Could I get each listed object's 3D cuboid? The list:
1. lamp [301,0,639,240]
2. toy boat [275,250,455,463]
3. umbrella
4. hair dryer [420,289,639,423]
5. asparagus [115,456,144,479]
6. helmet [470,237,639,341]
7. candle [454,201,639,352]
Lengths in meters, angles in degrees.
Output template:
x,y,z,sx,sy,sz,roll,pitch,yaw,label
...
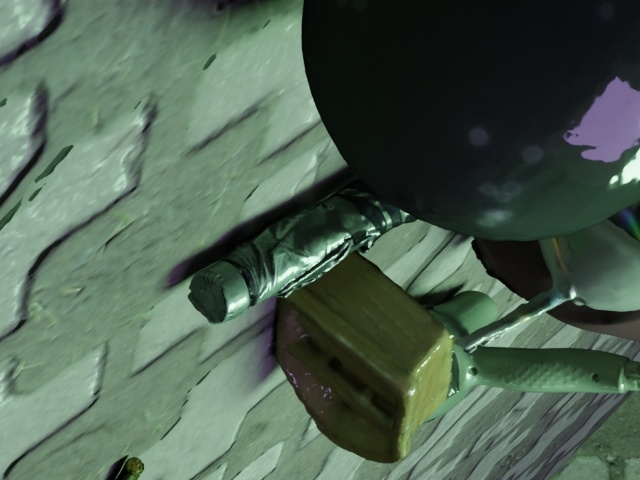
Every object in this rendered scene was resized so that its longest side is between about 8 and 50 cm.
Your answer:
x,y,z,sx,sy,sz,roll,pitch,yaw,label
0.113,-0.140,0.801,0.314,0.182,0.182,-58,172,-27,lamp
0.030,0.085,1.231,0.061,0.116,0.188,-46,165,-20,toy boat
0.000,0.000,1.057,0.188,0.046,0.050,-32,165,-39,umbrella
0.164,0.086,1.456,0.229,0.267,0.092,-77,165,-76,hair dryer
-0.144,0.184,1.233,0.015,0.018,0.127,6,139,-24,asparagus
0.259,-0.035,1.359,0.271,0.197,0.338,-47,164,2,helmet
0.207,-0.046,1.111,0.330,0.187,0.187,-53,165,-4,candle
